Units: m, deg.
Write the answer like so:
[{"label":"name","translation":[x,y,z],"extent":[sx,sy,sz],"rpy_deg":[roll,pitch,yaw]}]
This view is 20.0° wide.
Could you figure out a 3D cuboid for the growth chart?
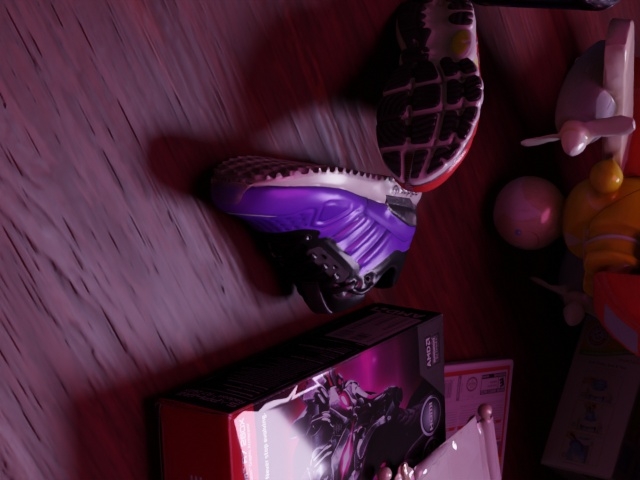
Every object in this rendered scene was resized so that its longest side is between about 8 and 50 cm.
[{"label":"growth chart","translation":[0.132,0.277,1.913],"extent":[0.237,0.021,0.172],"rpy_deg":[-26,119,-51]}]

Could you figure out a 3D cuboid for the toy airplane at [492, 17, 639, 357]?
[{"label":"toy airplane","translation":[0.330,-0.069,2.089],"extent":[0.384,0.272,0.386],"rpy_deg":[-84,165,-80]}]

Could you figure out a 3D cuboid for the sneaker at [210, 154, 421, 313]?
[{"label":"sneaker","translation":[0.001,0.000,1.768],"extent":[0.293,0.102,0.146],"rpy_deg":[6,93,-52]}]

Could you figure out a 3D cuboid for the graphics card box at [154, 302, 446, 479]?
[{"label":"graphics card box","translation":[-0.007,0.219,1.803],"extent":[0.371,0.094,0.232],"rpy_deg":[-20,112,-52]}]

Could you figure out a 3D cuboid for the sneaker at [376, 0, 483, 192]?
[{"label":"sneaker","translation":[0.127,-0.137,1.853],"extent":[0.279,0.107,0.118],"rpy_deg":[-76,156,-45]}]

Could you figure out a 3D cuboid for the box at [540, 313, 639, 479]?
[{"label":"box","translation":[0.373,0.209,2.285],"extent":[0.114,0.103,0.203],"rpy_deg":[34,70,-49]}]

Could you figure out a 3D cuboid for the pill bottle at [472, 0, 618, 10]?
[{"label":"pill bottle","translation":[0.260,-0.308,1.942],"extent":[0.123,0.219,0.122],"rpy_deg":[-13,107,-50]}]

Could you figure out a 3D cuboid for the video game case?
[{"label":"video game case","translation":[0.145,0.279,2.071],"extent":[0.204,0.025,0.285],"rpy_deg":[0,97,-52]}]
